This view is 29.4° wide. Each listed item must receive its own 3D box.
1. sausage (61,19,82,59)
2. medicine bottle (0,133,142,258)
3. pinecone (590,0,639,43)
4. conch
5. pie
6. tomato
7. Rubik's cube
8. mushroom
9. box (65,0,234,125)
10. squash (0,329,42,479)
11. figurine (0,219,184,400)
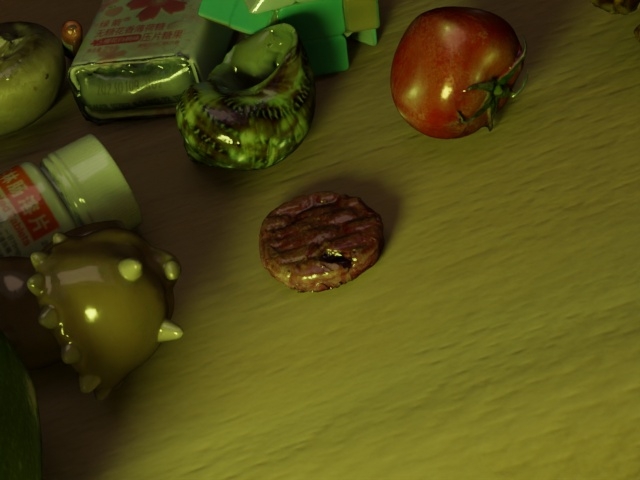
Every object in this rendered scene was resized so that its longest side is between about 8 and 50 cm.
[{"bbox_3d":[-0.349,-0.280,1.713,0.029,0.029,0.223,-26,5,-10],"label":"sausage"},{"bbox_3d":[-0.343,-0.011,1.415,0.252,0.144,0.144,-29,42,-17],"label":"medicine bottle"},{"bbox_3d":[0.479,-0.349,1.373,0.385,0.384,0.384,-9,42,8],"label":"pinecone"},{"bbox_3d":[-0.093,-0.164,1.511,0.182,0.124,0.187,-12,46,13],"label":"conch"},{"bbox_3d":[0.000,0.000,1.368,0.154,0.038,0.153,-10,38,8],"label":"pie"},{"bbox_3d":[0.159,-0.206,1.451,0.167,0.167,0.167,-9,42,8],"label":"tomato"},{"bbox_3d":[-0.038,-0.353,1.621,0.265,0.213,0.224,-11,44,-2],"label":"Rubik's cube"},{"bbox_3d":[-0.461,-0.255,1.667,0.207,0.215,0.207,-13,32,8],"label":"mushroom"},{"bbox_3d":[-0.218,-0.319,1.735,0.190,0.112,0.369,-5,42,15],"label":"box"},{"bbox_3d":[-0.394,0.166,1.087,0.310,0.310,0.308,-12,50,5],"label":"squash"},{"bbox_3d":[-0.263,0.079,1.262,0.247,0.177,0.173,-7,22,-5],"label":"figurine"}]
